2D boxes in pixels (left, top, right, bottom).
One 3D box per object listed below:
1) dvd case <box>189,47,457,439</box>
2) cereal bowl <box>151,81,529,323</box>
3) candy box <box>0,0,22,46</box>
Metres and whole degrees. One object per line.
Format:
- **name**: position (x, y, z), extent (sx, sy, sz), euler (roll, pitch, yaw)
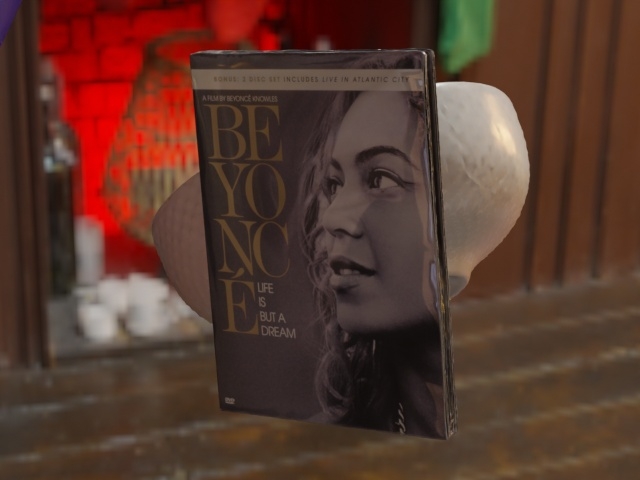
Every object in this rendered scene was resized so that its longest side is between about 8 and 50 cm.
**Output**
- **dvd case**: position (0.000, 0.000, 1.118), extent (0.165, 0.221, 0.018), euler (4, 13, 35)
- **cereal bowl**: position (0.033, -0.002, 1.690), extent (0.339, 0.339, 0.141), euler (-13, 72, -25)
- **candy box**: position (-0.193, -0.213, 0.739), extent (0.122, 0.268, 0.317), euler (17, 75, 25)
